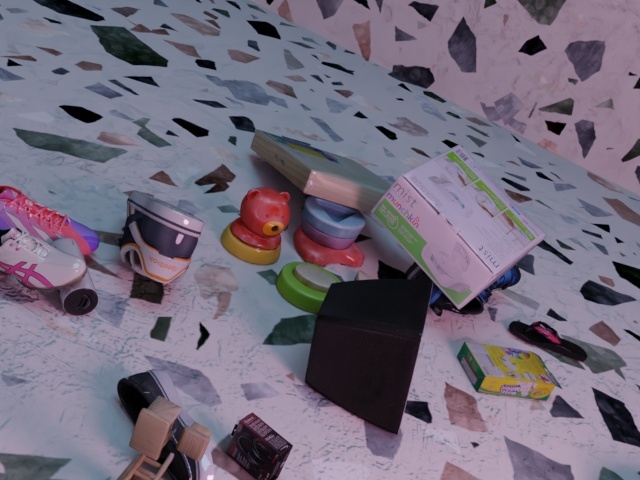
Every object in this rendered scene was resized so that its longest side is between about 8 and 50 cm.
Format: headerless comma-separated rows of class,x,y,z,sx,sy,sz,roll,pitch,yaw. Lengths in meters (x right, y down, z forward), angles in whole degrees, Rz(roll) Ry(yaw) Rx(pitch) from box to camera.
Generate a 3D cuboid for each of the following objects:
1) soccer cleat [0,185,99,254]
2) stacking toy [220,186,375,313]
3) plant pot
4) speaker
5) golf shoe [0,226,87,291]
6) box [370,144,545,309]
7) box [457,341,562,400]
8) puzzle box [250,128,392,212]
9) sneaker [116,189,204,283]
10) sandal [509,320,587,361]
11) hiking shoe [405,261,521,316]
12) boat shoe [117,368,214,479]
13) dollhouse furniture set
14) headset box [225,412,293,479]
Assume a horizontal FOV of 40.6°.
soccer cleat,-0.477,-0.037,1.396,0.247,0.095,0.083,15,27,-16
stacking toy,0.000,0.000,1.671,0.308,0.130,0.279,-5,37,-43
plant pot,0.075,0.164,1.386,0.166,0.188,0.188,14,26,8
speaker,-0.385,0.056,1.343,0.055,0.055,0.136,5,33,-33
golf shoe,-0.438,0.023,1.278,0.186,0.086,0.068,9,44,9
box,0.274,-0.034,1.702,0.262,0.127,0.231,48,43,11
box,0.352,0.243,1.603,0.179,0.043,0.105,9,29,-21
puzzle box,0.025,-0.146,1.920,0.272,0.052,0.409,15,13,-24
sneaker,-0.285,-0.008,1.486,0.126,0.128,0.321,22,1,-16
sandal,0.473,0.197,1.785,0.179,0.040,0.067,20,27,-6
hiking shoe,0.310,0.101,1.790,0.303,0.113,0.132,-1,55,-36
boat shoe,-0.206,0.246,1.111,0.076,0.080,0.228,-2,34,-30
dollhouse furniture set,-0.146,0.295,0.971,0.181,0.161,0.101,26,27,7
headset box,-0.086,0.278,1.162,0.083,0.062,0.032,35,28,20
